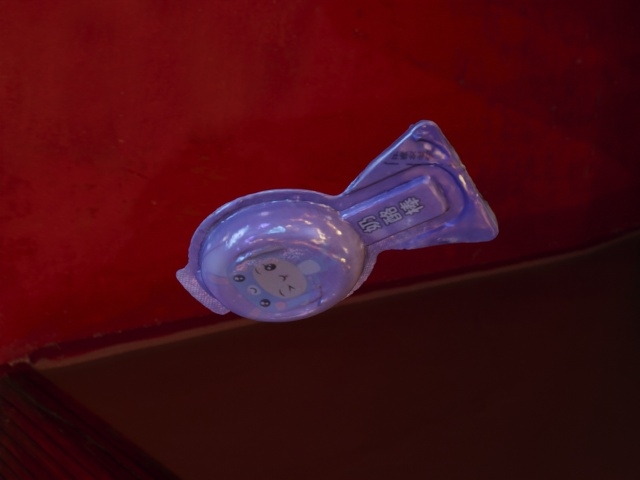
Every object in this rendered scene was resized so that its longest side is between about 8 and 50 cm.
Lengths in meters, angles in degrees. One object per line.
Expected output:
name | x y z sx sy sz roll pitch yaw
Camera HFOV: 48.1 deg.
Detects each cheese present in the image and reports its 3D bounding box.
cheese | 0.000 0.000 0.423 0.105 0.191 0.042 48 27 -35
